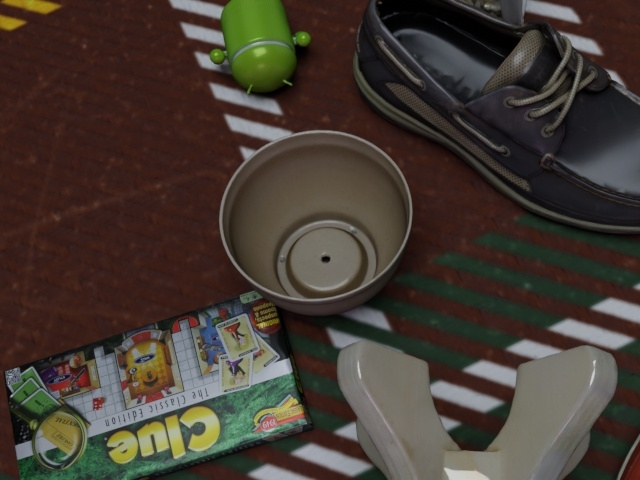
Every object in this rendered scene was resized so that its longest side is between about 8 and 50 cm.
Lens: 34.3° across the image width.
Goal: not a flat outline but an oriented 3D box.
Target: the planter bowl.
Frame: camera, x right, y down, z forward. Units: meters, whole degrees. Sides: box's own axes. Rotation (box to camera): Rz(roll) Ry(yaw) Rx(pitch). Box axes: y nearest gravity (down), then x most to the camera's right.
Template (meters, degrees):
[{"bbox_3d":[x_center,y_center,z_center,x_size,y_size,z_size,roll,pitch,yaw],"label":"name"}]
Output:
[{"bbox_3d":[0.000,0.000,0.912,0.162,0.109,0.162,-2,63,4],"label":"planter bowl"}]

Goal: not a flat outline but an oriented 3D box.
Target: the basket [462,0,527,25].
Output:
[{"bbox_3d":[0.156,-0.307,1.009,0.103,0.113,0.167,6,69,14],"label":"basket"}]

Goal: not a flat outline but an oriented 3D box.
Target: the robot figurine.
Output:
[{"bbox_3d":[-0.061,-0.197,1.026,0.101,0.067,0.115,-12,67,-4],"label":"robot figurine"}]

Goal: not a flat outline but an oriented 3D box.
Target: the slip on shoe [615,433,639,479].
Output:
[{"bbox_3d":[0.258,0.262,0.771,0.123,0.101,0.331,20,72,18],"label":"slip on shoe"}]

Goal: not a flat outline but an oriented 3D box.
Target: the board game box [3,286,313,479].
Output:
[{"bbox_3d":[-0.148,0.142,0.927,0.260,0.030,0.136,-18,69,2],"label":"board game box"}]

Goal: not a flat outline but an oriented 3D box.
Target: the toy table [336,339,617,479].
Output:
[{"bbox_3d":[0.116,0.181,0.764,0.274,0.252,0.160,-17,57,38],"label":"toy table"}]

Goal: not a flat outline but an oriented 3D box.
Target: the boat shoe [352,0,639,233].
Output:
[{"bbox_3d":[0.177,-0.119,0.920,0.356,0.130,0.132,26,75,18],"label":"boat shoe"}]
